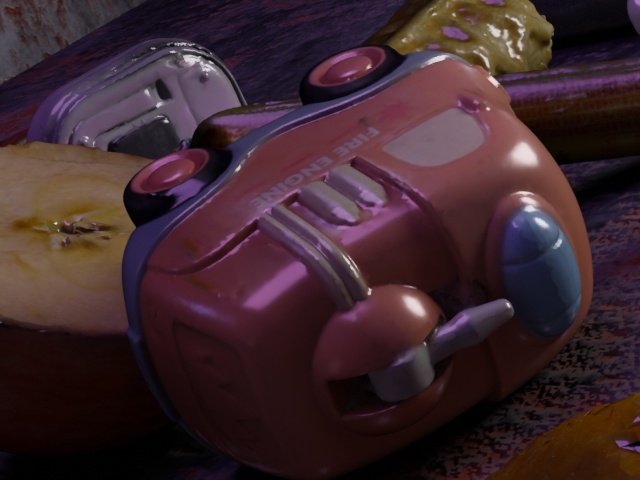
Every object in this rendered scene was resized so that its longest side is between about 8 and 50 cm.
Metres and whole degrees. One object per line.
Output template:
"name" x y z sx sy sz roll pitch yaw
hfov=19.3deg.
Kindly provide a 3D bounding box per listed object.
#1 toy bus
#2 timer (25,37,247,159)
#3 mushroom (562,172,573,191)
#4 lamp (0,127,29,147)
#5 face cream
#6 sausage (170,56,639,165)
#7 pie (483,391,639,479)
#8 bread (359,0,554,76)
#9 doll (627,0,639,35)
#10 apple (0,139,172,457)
"toy bus" 0.033 0.019 1.112 0.288 0.194 0.232 -30 24 -18
"timer" -0.127 -0.047 1.507 0.191 0.208 0.069 -34 21 -27
"mushroom" 0.127 -0.026 1.288 0.088 0.072 0.129 -7 -15 14
"lamp" -0.266 0.006 1.635 0.177 0.177 0.274 -11 21 42
"face cream" 0.276 -0.232 1.733 0.283 0.073 0.073 -7 24 49
"sausage" 0.073 -0.077 1.367 0.372 0.082 0.082 -6 19 8
"pie" 0.109 0.150 0.781 0.273 0.069 0.273 -25 16 8
"bread" 0.089 -0.125 1.584 0.152 0.130 0.267 -11 23 36
"doll" 0.366 -0.232 1.492 0.161 0.130 0.290 -30 3 -35
"apple" -0.179 0.060 1.321 0.251 0.163 0.293 3 28 -11
